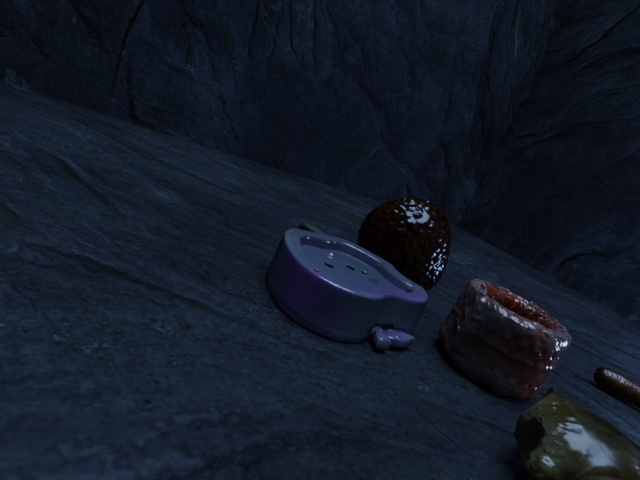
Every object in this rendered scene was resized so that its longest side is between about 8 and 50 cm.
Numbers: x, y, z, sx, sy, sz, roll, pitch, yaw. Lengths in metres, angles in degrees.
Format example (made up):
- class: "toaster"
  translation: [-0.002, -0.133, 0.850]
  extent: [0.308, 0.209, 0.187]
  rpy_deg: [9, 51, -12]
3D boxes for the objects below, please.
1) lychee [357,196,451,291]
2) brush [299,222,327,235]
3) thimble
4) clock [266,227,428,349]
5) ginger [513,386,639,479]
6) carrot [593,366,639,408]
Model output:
- class: "lychee"
  translation: [0.210, 0.014, 1.136]
  extent: [0.260, 0.261, 0.260]
  rpy_deg: [22, 14, -6]
- class: "brush"
  translation: [0.000, 0.000, 1.287]
  extent: [0.060, 0.050, 0.321]
  rpy_deg: [15, 9, -20]
- class: "thimble"
  translation: [0.374, 0.201, 0.910]
  extent: [0.239, 0.162, 0.239]
  rpy_deg: [24, 16, -7]
- class: "clock"
  translation: [0.053, 0.093, 0.905]
  extent: [0.338, 0.102, 0.338]
  rpy_deg: [22, 15, -6]
- class: "ginger"
  translation: [0.383, 0.317, 0.564]
  extent: [0.270, 0.123, 0.218]
  rpy_deg: [32, 14, 30]
- class: "carrot"
  translation: [0.803, 0.398, 1.089]
  extent: [0.247, 0.059, 0.059]
  rpy_deg: [33, 17, 24]
